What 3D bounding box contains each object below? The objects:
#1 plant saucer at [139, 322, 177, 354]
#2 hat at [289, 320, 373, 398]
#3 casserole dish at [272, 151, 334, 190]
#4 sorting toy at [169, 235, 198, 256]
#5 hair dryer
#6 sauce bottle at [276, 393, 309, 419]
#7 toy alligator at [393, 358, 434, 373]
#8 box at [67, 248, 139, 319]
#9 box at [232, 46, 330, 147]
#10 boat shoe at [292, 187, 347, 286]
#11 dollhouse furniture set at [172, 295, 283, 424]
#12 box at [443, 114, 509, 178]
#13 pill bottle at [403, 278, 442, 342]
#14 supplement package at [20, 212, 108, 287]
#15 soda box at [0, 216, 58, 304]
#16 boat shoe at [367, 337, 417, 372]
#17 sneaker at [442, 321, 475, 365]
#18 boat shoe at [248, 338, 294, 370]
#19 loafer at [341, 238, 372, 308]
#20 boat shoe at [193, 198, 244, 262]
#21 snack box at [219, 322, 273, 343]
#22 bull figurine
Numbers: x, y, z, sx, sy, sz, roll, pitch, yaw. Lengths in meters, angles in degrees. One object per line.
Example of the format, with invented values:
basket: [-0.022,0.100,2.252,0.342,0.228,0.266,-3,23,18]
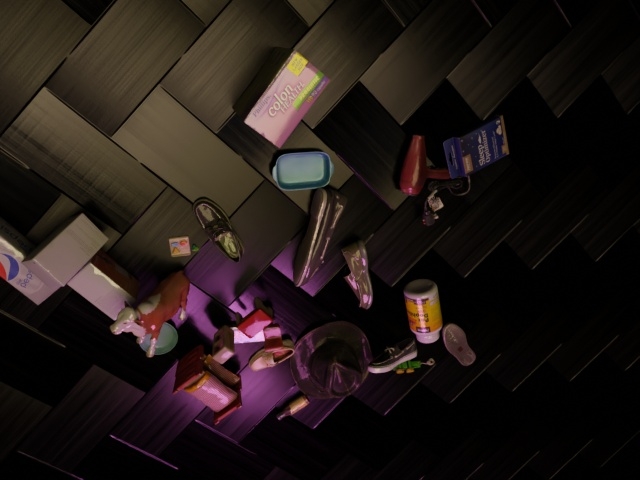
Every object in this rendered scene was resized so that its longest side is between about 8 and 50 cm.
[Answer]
plant saucer: [-0.516,0.306,1.682,0.120,0.021,0.119,-5,112,-14]
hat: [0.054,0.453,1.844,0.332,0.134,0.331,-6,113,-13]
casserole dish: [-0.055,-0.213,1.595,0.189,0.037,0.114,-7,113,-14]
sorting toy: [-0.412,0.017,1.599,0.084,0.012,0.061,-7,113,-13]
hair dryer: [0.351,-0.216,1.706,0.224,0.080,0.293,-43,123,-14]
sauce bottle: [-0.100,0.605,1.912,0.128,0.042,0.042,-34,116,1]
toy alligator: [0.331,0.466,1.976,0.190,0.056,0.051,0,153,-17]
box: [-0.618,0.121,1.517,0.091,0.130,0.170,-40,117,3]
box: [-0.112,-0.384,1.395,0.117,0.243,0.213,34,98,-25]
boat shoe: [0.000,0.000,1.654,0.096,0.112,0.334,9,110,-22]
dollhouse furniture set: [-0.266,0.384,1.683,0.374,0.152,0.201,-39,117,12]
box: [0.504,-0.297,1.698,0.225,0.036,0.136,-28,117,-16]
pill bottle: [0.364,0.251,1.858,0.117,0.117,0.214,-18,115,-8]
supplement package: [-0.687,0.027,1.426,0.105,0.105,0.179,54,50,-27]
soda box: [-0.841,0.040,1.439,0.091,0.098,0.286,-39,117,2]
boat shoe: [0.256,0.409,1.903,0.220,0.078,0.070,-17,108,-33]
sneaker: [0.477,0.357,1.928,0.083,0.118,0.222,-35,122,-2]
boat shoe: [-0.165,0.397,1.798,0.170,0.059,0.063,-30,116,-3]
loafer: [0.119,0.115,1.757,0.088,0.094,0.251,-10,110,1]
boat shoe: [-0.298,-0.026,1.580,0.080,0.073,0.223,-32,117,-2]
snack box: [-0.246,0.308,1.759,0.179,0.022,0.064,-1,114,-15]
bull figurine: [-0.474,0.209,1.519,0.101,0.310,0.188,23,123,11]
